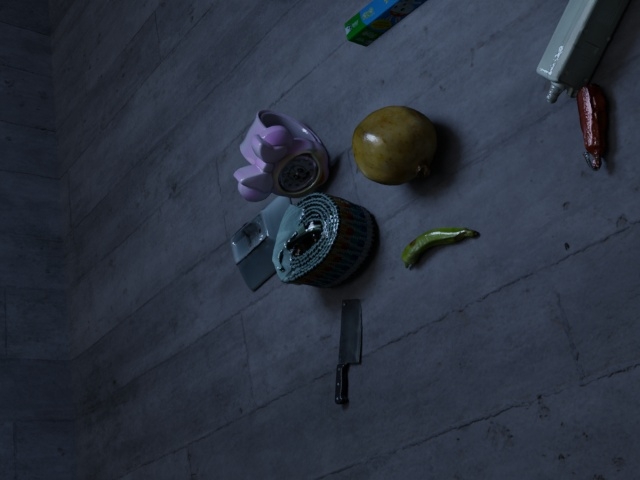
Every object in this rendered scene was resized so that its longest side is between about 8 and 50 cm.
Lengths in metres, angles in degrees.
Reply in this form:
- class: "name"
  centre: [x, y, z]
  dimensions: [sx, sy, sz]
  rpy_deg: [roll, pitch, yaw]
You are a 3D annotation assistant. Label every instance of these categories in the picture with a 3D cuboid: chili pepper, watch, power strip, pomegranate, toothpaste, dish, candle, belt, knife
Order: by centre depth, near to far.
- class: "candle"
  centre: [0.488, -0.203, 1.519]
  dimensions: [0.053, 0.048, 0.162]
  rpy_deg: [-9, 75, 30]
- class: "power strip"
  centre: [0.486, -0.403, 1.520]
  dimensions: [0.058, 0.098, 0.338]
  rpy_deg: [40, 114, 45]
- class: "chili pepper"
  centre: [0.240, 0.001, 1.793]
  dimensions: [0.208, 0.043, 0.049]
  rpy_deg: [-31, 47, 43]
- class: "pomegranate"
  centre: [0.164, -0.198, 1.819]
  dimensions: [0.196, 0.196, 0.196]
  rpy_deg: [-13, 73, 49]
- class: "toothpaste"
  centre: [0.167, -0.543, 1.971]
  dimensions: [0.266, 0.065, 0.050]
  rpy_deg: [-29, 65, 44]
- class: "knife"
  centre: [0.066, 0.258, 1.976]
  dimensions: [0.072, 0.019, 0.245]
  rpy_deg: [-7, 76, 49]
- class: "belt"
  centre: [0.000, 0.000, 2.003]
  dimensions: [0.257, 0.150, 0.207]
  rpy_deg: [-30, 52, 43]
- class: "watch"
  centre: [-0.116, -0.218, 2.113]
  dimensions: [0.211, 0.248, 0.217]
  rpy_deg: [-59, 41, 26]
- class: "dish"
  centre: [-0.163, 0.001, 2.260]
  dimensions: [0.243, 0.080, 0.182]
  rpy_deg: [-40, 54, 39]
